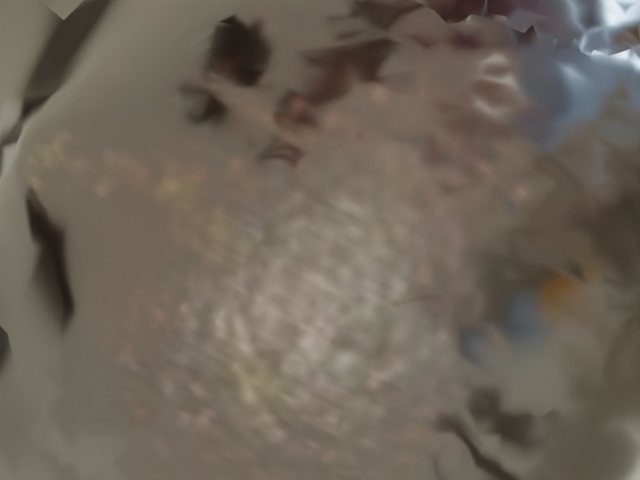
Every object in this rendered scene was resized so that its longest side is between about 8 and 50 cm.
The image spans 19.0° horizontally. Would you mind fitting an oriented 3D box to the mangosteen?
[{"bbox_3d":[0.014,-0.004,0.451,0.297,0.313,0.297,-30,-168,7],"label":"mangosteen"}]
